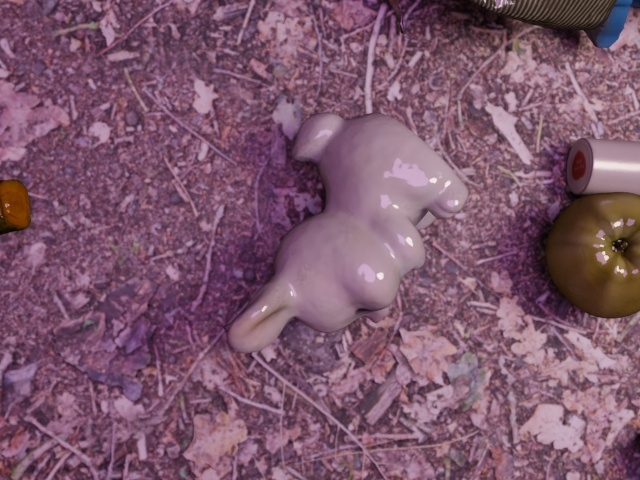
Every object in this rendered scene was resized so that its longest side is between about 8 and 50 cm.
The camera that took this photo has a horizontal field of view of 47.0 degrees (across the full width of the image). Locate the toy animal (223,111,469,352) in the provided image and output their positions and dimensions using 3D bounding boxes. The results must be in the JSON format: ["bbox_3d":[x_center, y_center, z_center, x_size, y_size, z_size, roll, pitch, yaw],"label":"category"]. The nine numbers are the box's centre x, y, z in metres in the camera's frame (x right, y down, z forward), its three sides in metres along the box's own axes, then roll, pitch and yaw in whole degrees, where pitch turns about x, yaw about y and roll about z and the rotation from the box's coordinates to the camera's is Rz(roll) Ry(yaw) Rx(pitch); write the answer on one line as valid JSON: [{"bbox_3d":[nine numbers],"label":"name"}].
[{"bbox_3d":[0.010,0.003,1.000,0.241,0.196,0.367,34,83,2],"label":"toy animal"}]

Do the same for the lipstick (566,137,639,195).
[{"bbox_3d":[0.547,-0.103,1.120,0.327,0.087,0.087,3,88,-8],"label":"lipstick"}]

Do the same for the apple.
[{"bbox_3d":[0.418,0.017,1.057,0.200,0.200,0.200,0,88,-7],"label":"apple"}]

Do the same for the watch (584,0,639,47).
[{"bbox_3d":[0.515,-0.425,1.069,0.274,0.241,0.305,2,109,-18],"label":"watch"}]

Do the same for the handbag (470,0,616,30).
[{"bbox_3d":[0.272,-0.445,0.946,0.240,0.247,0.340,-10,134,-30],"label":"handbag"}]

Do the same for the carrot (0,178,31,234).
[{"bbox_3d":[-0.486,-0.034,0.990,0.173,0.082,0.082,-14,90,-4],"label":"carrot"}]

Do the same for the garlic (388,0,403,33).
[{"bbox_3d":[0.149,-0.499,1.060,0.196,0.151,0.338,36,86,-18],"label":"garlic"}]
